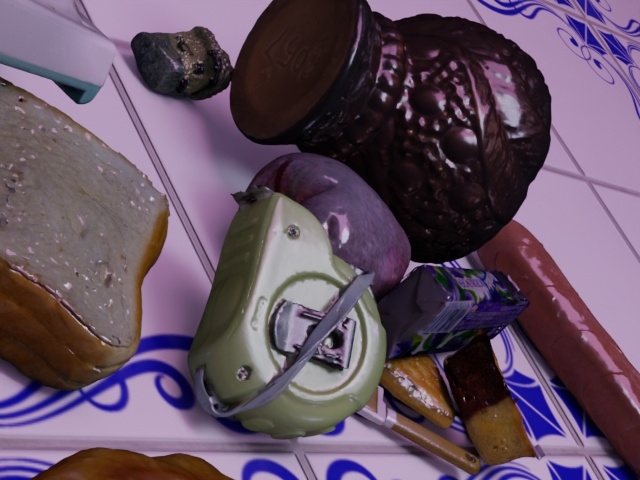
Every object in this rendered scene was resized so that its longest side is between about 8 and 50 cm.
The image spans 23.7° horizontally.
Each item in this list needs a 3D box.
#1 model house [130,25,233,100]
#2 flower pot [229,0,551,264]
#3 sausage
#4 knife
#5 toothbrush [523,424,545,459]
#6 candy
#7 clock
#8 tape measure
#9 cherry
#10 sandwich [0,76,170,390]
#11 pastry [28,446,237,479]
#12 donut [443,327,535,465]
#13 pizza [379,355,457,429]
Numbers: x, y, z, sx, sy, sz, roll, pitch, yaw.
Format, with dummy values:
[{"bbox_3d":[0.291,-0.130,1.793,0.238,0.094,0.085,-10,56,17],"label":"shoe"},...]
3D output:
[{"bbox_3d":[-0.146,-0.185,1.580,0.083,0.066,0.078,-1,57,-53],"label":"model house"},{"bbox_3d":[0.064,-0.139,1.589,0.267,0.266,0.266,26,33,-38],"label":"flower pot"},{"bbox_3d":[0.308,0.133,1.781,0.433,0.088,0.088,54,27,17],"label":"sausage"},{"bbox_3d":[0.048,0.155,1.440,0.256,0.022,0.046,31,37,-18],"label":"knife"},{"bbox_3d":[0.215,0.194,1.643,0.097,0.008,0.006,60,16,26],"label":"toothbrush"},{"bbox_3d":[0.130,0.070,1.537,0.061,0.088,0.312,49,14,16],"label":"candy"},{"bbox_3d":[-0.314,-0.242,1.283,0.231,0.116,0.262,17,21,-46],"label":"clock"},{"bbox_3d":[-0.025,0.079,1.298,0.175,0.106,0.200,30,60,-23],"label":"tape measure"},{"bbox_3d":[0.000,-0.002,1.457,0.176,0.140,0.176,41,20,-19],"label":"cherry"},{"bbox_3d":[-0.230,-0.011,1.198,0.226,0.087,0.251,37,28,-19],"label":"sandwich"},{"bbox_3d":[-0.081,0.290,0.923,0.356,0.164,0.356,31,36,-26],"label":"pastry"},{"bbox_3d":[0.167,0.160,1.521,0.140,0.059,0.140,-24,90,-85],"label":"donut"},{"bbox_3d":[0.073,0.121,1.505,0.160,0.036,0.099,46,19,2],"label":"pizza"}]
